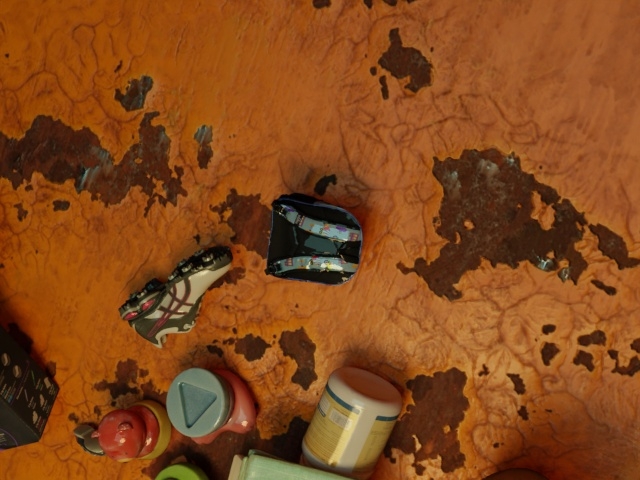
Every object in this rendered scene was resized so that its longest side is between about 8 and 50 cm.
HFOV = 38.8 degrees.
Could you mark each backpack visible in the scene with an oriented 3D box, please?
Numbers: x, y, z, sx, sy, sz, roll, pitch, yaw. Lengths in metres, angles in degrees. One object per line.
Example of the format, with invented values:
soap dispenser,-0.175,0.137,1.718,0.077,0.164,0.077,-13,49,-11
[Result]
backpack,0.000,0.000,1.638,0.173,0.117,0.158,9,100,17

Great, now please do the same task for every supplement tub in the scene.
supplement tub,0.051,0.347,1.653,0.144,0.144,0.199,26,104,13

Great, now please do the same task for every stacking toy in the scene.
stacking toy,-0.272,0.401,1.739,0.309,0.130,0.279,-29,71,18

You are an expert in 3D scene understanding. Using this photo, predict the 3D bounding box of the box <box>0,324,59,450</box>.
box,-0.680,0.284,1.822,0.165,0.143,0.270,-17,126,18

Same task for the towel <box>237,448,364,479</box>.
towel,-0.052,0.552,1.588,0.248,0.038,0.324,12,88,14

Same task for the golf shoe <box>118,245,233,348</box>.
golf shoe,-0.258,0.105,1.760,0.273,0.105,0.120,-31,103,25

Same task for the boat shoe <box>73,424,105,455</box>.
boat shoe,-0.464,0.416,1.857,0.137,0.049,0.043,11,120,52

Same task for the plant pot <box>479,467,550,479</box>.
plant pot,0.325,0.490,1.515,0.257,0.274,0.256,2,97,17
